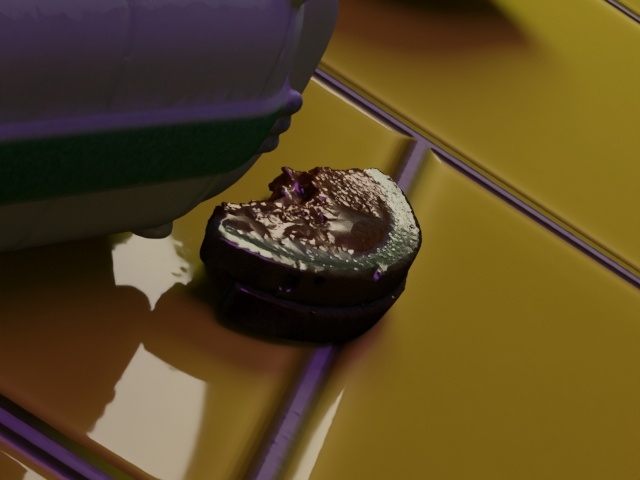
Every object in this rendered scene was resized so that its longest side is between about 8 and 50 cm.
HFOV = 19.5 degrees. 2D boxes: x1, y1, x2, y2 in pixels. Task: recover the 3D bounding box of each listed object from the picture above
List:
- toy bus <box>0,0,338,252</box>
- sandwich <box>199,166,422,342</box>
[{"bbox_3d":[-0.120,-0.074,0.559,0.165,0.134,0.276,46,31,23],"label":"toy bus"},{"bbox_3d":[0.002,0.000,0.682,0.067,0.029,0.135,38,27,5],"label":"sandwich"}]
